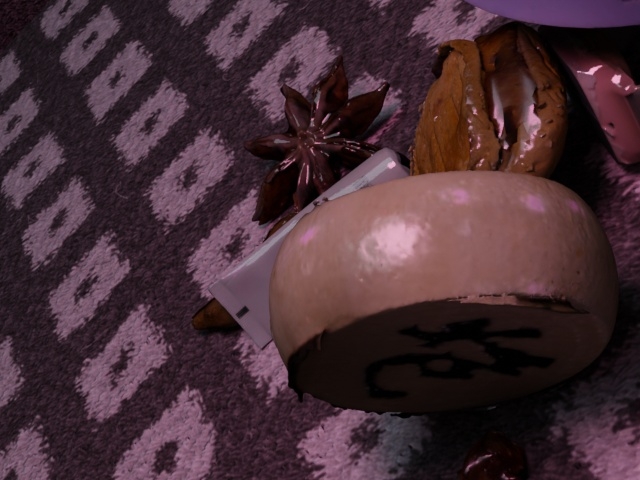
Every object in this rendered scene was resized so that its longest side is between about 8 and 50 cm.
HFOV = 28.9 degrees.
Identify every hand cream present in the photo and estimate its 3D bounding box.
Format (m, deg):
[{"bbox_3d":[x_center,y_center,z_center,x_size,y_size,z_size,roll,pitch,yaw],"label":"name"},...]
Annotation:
[{"bbox_3d":[0.000,0.000,1.660,0.321,0.109,0.067,-42,-1,5],"label":"hand cream"}]

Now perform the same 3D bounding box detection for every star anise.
[{"bbox_3d":[-0.004,-0.128,1.787,0.288,0.088,0.288,-18,59,32],"label":"star anise"}]

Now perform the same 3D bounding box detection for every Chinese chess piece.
[{"bbox_3d":[0.123,0.064,1.246,0.349,0.349,0.146,-23,60,32],"label":"Chinese chess piece"}]

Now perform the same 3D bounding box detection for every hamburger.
[{"bbox_3d":[0.196,-0.107,1.446,0.285,0.134,0.265,104,160,-50],"label":"hamburger"}]

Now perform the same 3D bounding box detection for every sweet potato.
[{"bbox_3d":[-0.090,0.057,1.732,0.233,0.062,0.081,-46,26,12],"label":"sweet potato"}]

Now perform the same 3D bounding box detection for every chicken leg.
[{"bbox_3d":[0.105,0.317,1.261,0.304,0.093,0.113,-55,24,-15],"label":"chicken leg"}]

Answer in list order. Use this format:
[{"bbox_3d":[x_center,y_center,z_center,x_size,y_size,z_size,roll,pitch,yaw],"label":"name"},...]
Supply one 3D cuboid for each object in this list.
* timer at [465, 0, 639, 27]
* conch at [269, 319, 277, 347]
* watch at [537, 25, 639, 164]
[{"bbox_3d":[0.281,-0.357,1.369,0.395,0.173,0.395,-4,37,3],"label":"timer"},{"bbox_3d":[-0.005,0.090,1.577,0.135,0.102,0.153,-33,35,-3],"label":"conch"},{"bbox_3d":[0.397,-0.216,1.386,0.241,0.162,0.253,-32,34,9],"label":"watch"}]
